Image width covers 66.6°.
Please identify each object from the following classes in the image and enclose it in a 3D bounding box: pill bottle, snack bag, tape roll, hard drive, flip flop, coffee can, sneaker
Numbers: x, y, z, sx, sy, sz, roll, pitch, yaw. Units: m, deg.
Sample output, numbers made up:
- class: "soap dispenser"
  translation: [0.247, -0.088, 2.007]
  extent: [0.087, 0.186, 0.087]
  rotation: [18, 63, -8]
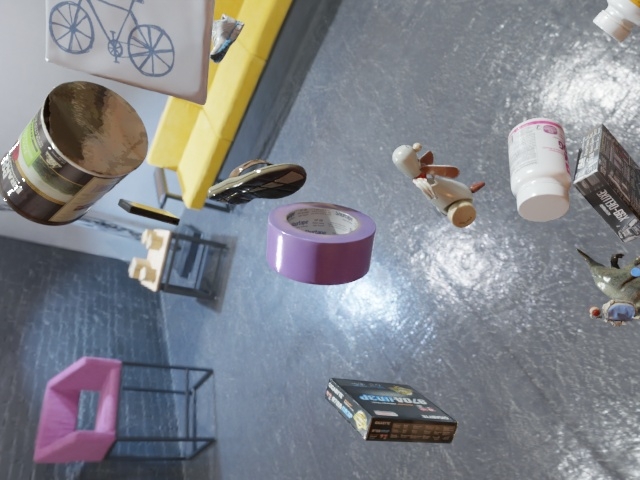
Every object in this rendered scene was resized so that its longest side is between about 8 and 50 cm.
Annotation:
- class: "pill bottle"
  translation: [0.866, -0.665, 1.299]
  extent: [0.245, 0.136, 0.136]
  rotation: [-52, 38, 35]
- class: "snack bag"
  translation: [-0.315, -0.426, 0.797]
  extent: [0.037, 0.323, 0.342]
  rotation: [-56, -19, -63]
- class: "tape roll"
  translation: [0.000, 0.000, 0.861]
  extent: [0.189, 0.189, 0.080]
  rotation: [-136, 47, -55]
- class: "hard drive"
  translation: [-0.451, -0.075, 1.280]
  extent: [0.094, 0.135, 0.022]
  rotation: [25, 95, 48]
- class: "flip flop"
  translation: [-0.151, -0.139, 1.100]
  extent: [0.277, 0.112, 0.080]
  rotation: [-9, 68, 42]
- class: "coffee can"
  translation: [-0.516, -0.171, 1.012]
  extent: [0.275, 0.202, 0.201]
  rotation: [-25, 56, 38]
- class: "pill bottle"
  translation: [0.644, -0.207, 1.435]
  extent: [0.160, 0.160, 0.283]
  rotation: [-32, 40, 48]
- class: "sneaker"
  translation: [-0.292, -0.588, 1.410]
  extent: [0.071, 0.083, 0.190]
  rotation: [-39, 27, 48]

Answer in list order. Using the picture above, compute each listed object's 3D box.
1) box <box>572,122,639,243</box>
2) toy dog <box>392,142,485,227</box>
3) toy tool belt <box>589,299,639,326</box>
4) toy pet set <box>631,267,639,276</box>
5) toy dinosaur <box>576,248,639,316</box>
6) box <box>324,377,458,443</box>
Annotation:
- class: "box"
  translation: [0.868, -0.177, 1.445]
  extent: [0.076, 0.242, 0.307]
  rotation: [-36, 14, 46]
- class: "toy dog"
  translation: [0.382, -0.187, 1.488]
  extent: [0.161, 0.334, 0.220]
  rotation: [-45, 45, 10]
- class: "toy tool belt"
  translation: [0.595, 0.148, 0.983]
  extent: [0.051, 0.083, 0.052]
  rotation: [-67, -31, -70]
- class: "toy pet set"
  translation: [0.612, 0.088, 0.833]
  extent: [0.114, 0.065, 0.122]
  rotation: [-25, 66, 10]
- class: "toy dinosaur"
  translation: [0.862, 0.123, 1.370]
  extent: [0.160, 0.313, 0.121]
  rotation: [-44, -16, -18]
- class: "box"
  translation: [0.143, 0.351, 1.012]
  extent: [0.175, 0.220, 0.051]
  rotation: [23, 98, 63]
